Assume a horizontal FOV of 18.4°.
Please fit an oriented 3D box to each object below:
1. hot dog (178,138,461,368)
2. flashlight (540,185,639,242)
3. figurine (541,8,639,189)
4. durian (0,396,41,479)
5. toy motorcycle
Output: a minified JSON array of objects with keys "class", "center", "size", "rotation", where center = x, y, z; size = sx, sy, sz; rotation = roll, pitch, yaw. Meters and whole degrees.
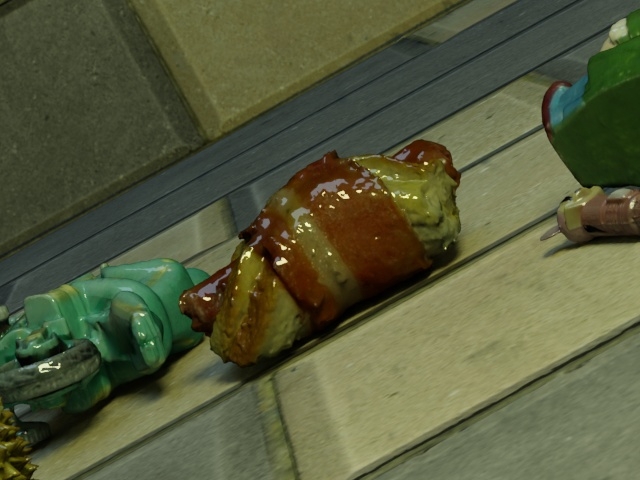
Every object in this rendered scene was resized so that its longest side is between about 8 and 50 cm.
[{"class":"hot dog","center":[0.000,0.000,1.346],"size":[0.213,0.103,0.146],"rotation":[-31,10,-8]},{"class":"flashlight","center":[0.167,-0.017,1.153],"size":[0.052,0.031,0.110],"rotation":[-32,9,-18]},{"class":"figurine","center":[0.258,-0.121,1.223],"size":[0.234,0.127,0.185],"rotation":[-47,10,-33]},{"class":"durian","center":[-0.252,0.168,1.080],"size":[0.193,0.138,0.237],"rotation":[-38,16,-31]},{"class":"toy motorcycle","center":[-0.169,0.076,1.499],"size":[0.198,0.109,0.296],"rotation":[-19,7,-3]}]
